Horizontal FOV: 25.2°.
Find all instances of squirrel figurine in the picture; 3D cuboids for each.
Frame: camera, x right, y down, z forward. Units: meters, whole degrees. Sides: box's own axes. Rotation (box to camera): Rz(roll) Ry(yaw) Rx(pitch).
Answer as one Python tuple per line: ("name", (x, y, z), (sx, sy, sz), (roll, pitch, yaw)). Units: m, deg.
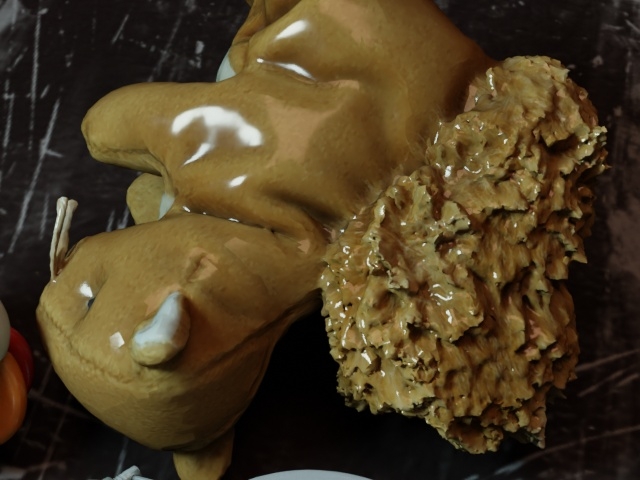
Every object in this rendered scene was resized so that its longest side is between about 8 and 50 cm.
("squirrel figurine", (0.000, 0.000, 1.019), (0.397, 0.281, 0.370), (20, 53, 17))

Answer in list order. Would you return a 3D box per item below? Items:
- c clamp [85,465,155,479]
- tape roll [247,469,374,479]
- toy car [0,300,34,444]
("c clamp", (-0.187, 0.185, 0.922), (0.160, 0.137, 0.022), (-28, 98, -23))
("tape roll", (-0.003, 0.254, 0.898), (0.219, 0.072, 0.219), (3, 46, -3))
("toy car", (-0.273, 0.077, 1.010), (0.136, 0.159, 0.182), (7, 31, -52))
